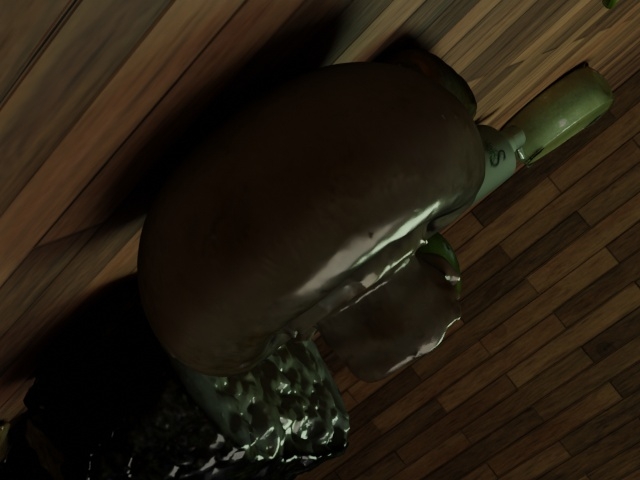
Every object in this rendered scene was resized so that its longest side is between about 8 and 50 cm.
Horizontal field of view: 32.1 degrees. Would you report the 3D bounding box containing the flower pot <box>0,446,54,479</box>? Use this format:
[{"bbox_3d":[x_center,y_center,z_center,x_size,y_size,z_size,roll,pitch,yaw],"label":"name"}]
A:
[{"bbox_3d":[-0.236,0.294,1.146,0.267,0.266,0.267,-29,159,-54],"label":"flower pot"}]

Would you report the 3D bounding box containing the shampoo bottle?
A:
[{"bbox_3d":[0.175,-0.081,1.463,0.262,0.085,0.085,-35,173,-27],"label":"shampoo bottle"}]

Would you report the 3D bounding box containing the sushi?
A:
[{"bbox_3d":[-0.110,0.141,0.953,0.171,0.210,0.350,-35,169,15],"label":"sushi"}]

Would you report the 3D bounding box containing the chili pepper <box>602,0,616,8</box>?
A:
[{"bbox_3d":[0.334,-0.280,1.243,0.030,0.017,0.083,-37,173,-27],"label":"chili pepper"}]

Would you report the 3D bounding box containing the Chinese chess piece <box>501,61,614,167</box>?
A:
[{"bbox_3d":[0.380,-0.201,1.792,0.188,0.083,0.188,-34,173,-5],"label":"Chinese chess piece"}]

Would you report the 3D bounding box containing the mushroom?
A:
[{"bbox_3d":[0.000,0.000,0.659,0.227,0.178,0.226,-28,175,-3],"label":"mushroom"}]

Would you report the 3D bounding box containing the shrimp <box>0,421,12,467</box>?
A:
[{"bbox_3d":[-0.338,0.227,0.962,0.173,0.058,0.253,-46,177,-2],"label":"shrimp"}]

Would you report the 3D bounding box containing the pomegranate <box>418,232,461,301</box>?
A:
[{"bbox_3d":[0.100,0.060,1.695,0.248,0.202,0.202,-5,-160,43],"label":"pomegranate"}]

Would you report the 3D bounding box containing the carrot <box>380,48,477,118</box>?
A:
[{"bbox_3d":[0.098,-0.110,0.924,0.070,0.070,0.342,-40,174,12],"label":"carrot"}]
